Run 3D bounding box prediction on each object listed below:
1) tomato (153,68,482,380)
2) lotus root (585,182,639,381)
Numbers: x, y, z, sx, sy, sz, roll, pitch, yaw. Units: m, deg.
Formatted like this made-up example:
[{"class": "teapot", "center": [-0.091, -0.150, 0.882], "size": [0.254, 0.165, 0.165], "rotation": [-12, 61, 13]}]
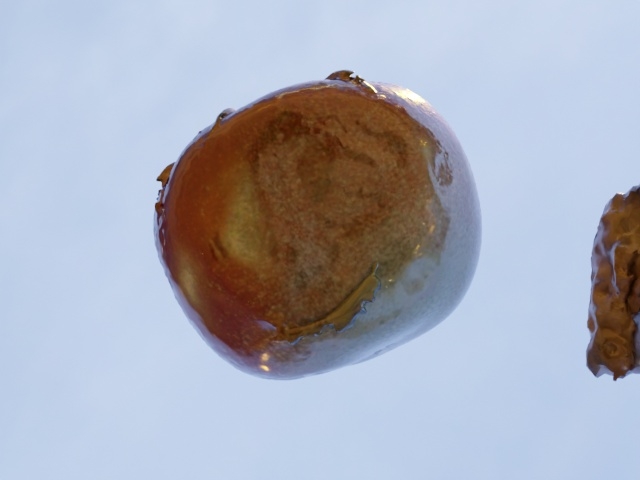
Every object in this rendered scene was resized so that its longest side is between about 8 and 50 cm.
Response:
[{"class": "tomato", "center": [0.000, 0.000, 1.559], "size": [0.303, 0.303, 0.239], "rotation": [-37, -112, 32]}, {"class": "lotus root", "center": [0.218, -0.010, 0.450], "size": [0.303, 0.146, 0.131], "rotation": [-12, -163, 24]}]
